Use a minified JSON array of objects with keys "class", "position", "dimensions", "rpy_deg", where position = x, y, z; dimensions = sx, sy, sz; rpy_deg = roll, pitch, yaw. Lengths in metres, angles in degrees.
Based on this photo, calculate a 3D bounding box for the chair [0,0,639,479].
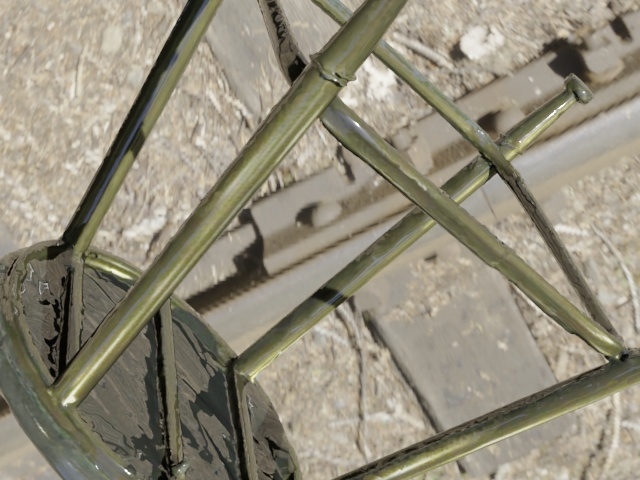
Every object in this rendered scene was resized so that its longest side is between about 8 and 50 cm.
[{"class":"chair","position":[0.000,0.000,0.827],"dimensions":[0.362,0.364,0.410],"rpy_deg":[37,107,-28]}]
